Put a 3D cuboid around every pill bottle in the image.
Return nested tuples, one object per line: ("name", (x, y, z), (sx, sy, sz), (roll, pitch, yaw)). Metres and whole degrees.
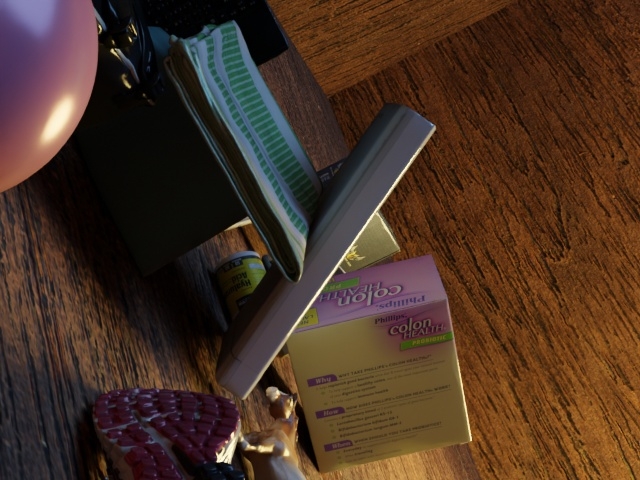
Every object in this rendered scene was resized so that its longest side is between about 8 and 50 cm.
("pill bottle", (-0.091, 0.077, 1.477), (0.116, 0.065, 0.065), (67, 9, 23))

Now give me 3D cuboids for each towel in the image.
("towel", (-0.067, -0.110, 1.157), (0.247, 0.038, 0.325), (61, 9, -12))

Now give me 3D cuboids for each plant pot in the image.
("plant pot", (-0.173, -0.112, 1.259), (0.234, 0.165, 0.166), (59, 9, -7))

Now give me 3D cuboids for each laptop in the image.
("laptop", (-0.204, -0.288, 1.318), (0.264, 0.234, 0.136), (63, 10, -6))

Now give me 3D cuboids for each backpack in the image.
("backpack", (-0.256, -0.235, 0.990), (0.225, 0.191, 0.253), (64, 12, -69))

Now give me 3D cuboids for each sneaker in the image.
("sneaker", (-0.118, 0.203, 0.873), (0.299, 0.121, 0.112), (-120, -145, -67))

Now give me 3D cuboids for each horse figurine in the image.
("horse figurine", (-0.045, 0.266, 1.206), (0.174, 0.066, 0.263), (39, 23, -57))

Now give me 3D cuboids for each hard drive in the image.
("hard drive", (0.000, 0.000, 1.290), (0.047, 0.353, 0.233), (35, 5, -6))

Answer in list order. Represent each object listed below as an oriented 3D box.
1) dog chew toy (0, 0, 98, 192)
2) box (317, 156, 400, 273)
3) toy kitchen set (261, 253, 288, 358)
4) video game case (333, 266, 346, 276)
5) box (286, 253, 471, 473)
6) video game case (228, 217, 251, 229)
("dog chew toy", (-0.271, -0.129, 0.632), (0.206, 0.207, 0.332), (66, 17, 12))
("box", (0.017, -0.024, 2.026), (0.232, 0.183, 0.059), (55, 12, -47))
("toy kitchen set", (-0.045, 0.084, 1.691), (0.166, 0.122, 0.207), (65, -11, 7))
("video game case", (-0.069, -0.057, 1.829), (0.274, 0.026, 0.196), (48, 0, -13))
("box", (0.074, 0.167, 1.522), (0.117, 0.214, 0.243), (-101, 178, -59))
("video game case", (-0.137, -0.113, 1.655), (0.173, 0.022, 0.190), (-19, 82, -52))
